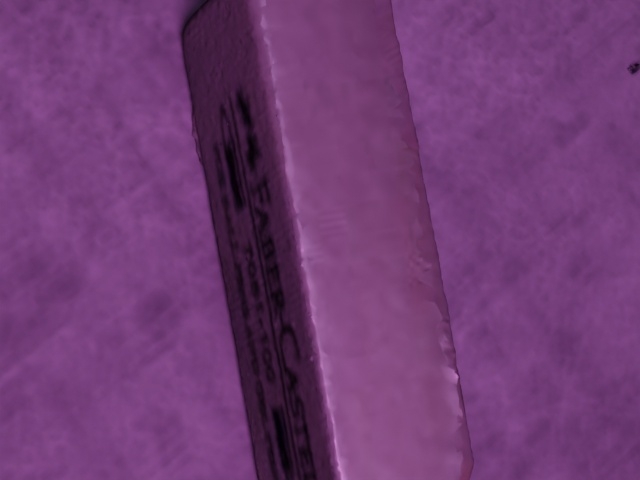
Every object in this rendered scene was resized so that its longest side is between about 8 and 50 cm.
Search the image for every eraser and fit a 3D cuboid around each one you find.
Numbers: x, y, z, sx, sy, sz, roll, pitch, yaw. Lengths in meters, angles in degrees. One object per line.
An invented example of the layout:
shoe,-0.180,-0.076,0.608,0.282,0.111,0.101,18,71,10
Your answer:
eraser,-0.001,0.000,0.944,0.077,0.111,0.352,-7,82,-21
